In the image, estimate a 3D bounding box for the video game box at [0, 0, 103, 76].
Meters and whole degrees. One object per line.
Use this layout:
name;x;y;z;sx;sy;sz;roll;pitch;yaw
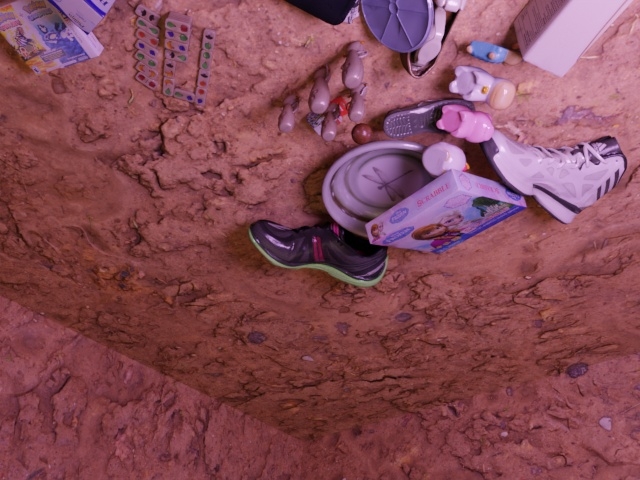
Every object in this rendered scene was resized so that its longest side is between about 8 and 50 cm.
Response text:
video game box;-0.679;-0.517;1.414;0.205;0.048;0.187;-11;135;19

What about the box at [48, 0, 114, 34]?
box;-0.531;-0.556;1.276;0.072;0.137;0.126;-25;131;31

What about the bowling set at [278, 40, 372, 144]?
bowling set;0.044;-0.339;1.450;0.287;0.154;0.200;-24;132;32

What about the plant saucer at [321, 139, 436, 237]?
plant saucer;0.205;-0.162;1.683;0.400;0.101;0.400;4;141;3

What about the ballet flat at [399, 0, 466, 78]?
ballet flat;0.259;-0.500;1.254;0.116;0.124;0.342;10;140;-11

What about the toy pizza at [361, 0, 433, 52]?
toy pizza;0.170;-0.514;1.254;0.201;0.032;0.201;36;148;28

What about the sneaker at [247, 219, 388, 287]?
sneaker;0.000;0.000;1.879;0.482;0.185;0.202;14;122;-14

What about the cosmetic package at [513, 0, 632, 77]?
cosmetic package;0.547;-0.515;1.175;0.113;0.160;0.309;18;140;-15

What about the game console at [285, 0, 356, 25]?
game console;-0.044;-0.603;1.096;0.342;0.060;0.386;28;159;-11

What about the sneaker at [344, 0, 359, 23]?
sneaker;0.077;-0.534;1.314;0.036;0.032;0.083;14;149;-22

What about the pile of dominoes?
pile of dominoes;-0.378;-0.457;1.453;0.195;0.040;0.251;13;139;-9

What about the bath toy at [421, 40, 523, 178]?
bath toy;0.374;-0.305;1.408;0.129;0.151;0.348;-12;133;-46

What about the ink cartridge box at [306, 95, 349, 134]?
ink cartridge box;0.024;-0.338;1.550;0.115;0.029;0.063;-23;132;30

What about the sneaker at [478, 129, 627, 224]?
sneaker;0.636;-0.231;1.532;0.447;0.169;0.257;25;128;-33

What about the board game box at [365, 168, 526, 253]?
board game box;0.345;-0.067;1.579;0.318;0.066;0.318;7;150;-40

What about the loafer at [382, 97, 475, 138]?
loafer;0.279;-0.330;1.496;0.251;0.087;0.094;-7;123;-6
